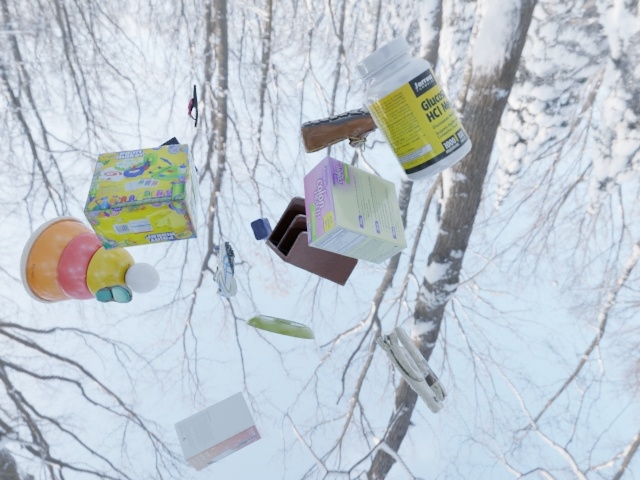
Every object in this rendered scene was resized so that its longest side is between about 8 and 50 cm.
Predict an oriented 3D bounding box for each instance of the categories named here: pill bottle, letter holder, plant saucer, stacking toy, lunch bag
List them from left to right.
[{"bbox_3d":[-0.834,0.119,1.767,0.480,0.350,0.350,13,-142,12],"label":"stacking toy"},{"bbox_3d":[-0.239,-0.045,1.922,0.067,0.098,0.065,-19,180,22],"label":"lunch bag"},{"bbox_3d":[-0.131,0.286,1.553,0.241,0.037,0.241,13,173,2],"label":"plant saucer"},{"bbox_3d":[0.000,0.000,1.639,0.302,0.214,0.152,26,-172,-40],"label":"letter holder"},{"bbox_3d":[0.231,-0.337,1.190,0.188,0.334,0.188,-32,-167,8],"label":"pill bottle"}]

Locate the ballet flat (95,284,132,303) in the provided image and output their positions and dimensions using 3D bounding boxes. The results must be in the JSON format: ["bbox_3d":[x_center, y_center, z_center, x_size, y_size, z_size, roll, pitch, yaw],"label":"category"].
[{"bbox_3d":[-0.691,0.179,1.584,0.188,0.070,0.070,-2,-150,30],"label":"ballet flat"}]

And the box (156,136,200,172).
[{"bbox_3d":[-0.573,-0.285,1.772,0.158,0.156,0.093,-34,-176,-7],"label":"box"}]

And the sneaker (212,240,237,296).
[{"bbox_3d":[-0.342,0.108,1.637,0.086,0.237,0.085,1,-146,-4],"label":"sneaker"}]

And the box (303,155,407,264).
[{"bbox_3d":[0.090,-0.074,1.226,0.243,0.117,0.213,16,-126,-34],"label":"box"}]

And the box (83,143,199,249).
[{"bbox_3d":[-0.553,-0.145,1.479,0.290,0.177,0.279,-7,-131,-4],"label":"box"}]

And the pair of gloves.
[{"bbox_3d":[0.218,0.300,1.083,0.204,0.042,0.240,55,-168,16],"label":"pair of gloves"}]

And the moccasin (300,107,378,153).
[{"bbox_3d":[0.116,-0.411,1.753,0.380,0.147,0.139,-15,-155,0],"label":"moccasin"}]

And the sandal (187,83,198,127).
[{"bbox_3d":[-0.498,-0.520,1.797,0.040,0.067,0.179,-3,-101,-20],"label":"sandal"}]

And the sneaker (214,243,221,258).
[{"bbox_3d":[-0.410,0.061,1.964,0.058,0.135,0.052,-3,-133,14],"label":"sneaker"}]

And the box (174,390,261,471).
[{"bbox_3d":[-0.243,0.461,1.115,0.170,0.130,0.091,-23,-124,-14],"label":"box"}]
